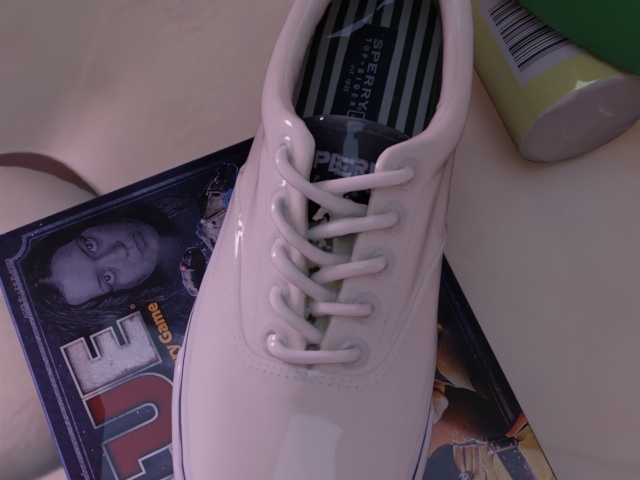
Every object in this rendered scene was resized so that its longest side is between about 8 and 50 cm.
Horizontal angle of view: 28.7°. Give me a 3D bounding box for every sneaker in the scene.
[{"bbox_3d":[0.000,0.000,0.431,0.094,0.091,0.258,6,68,2],"label":"sneaker"}]

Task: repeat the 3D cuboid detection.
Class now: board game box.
[{"bbox_3d":[-0.009,0.080,0.472,0.165,0.042,0.243,-22,70,-8],"label":"board game box"}]

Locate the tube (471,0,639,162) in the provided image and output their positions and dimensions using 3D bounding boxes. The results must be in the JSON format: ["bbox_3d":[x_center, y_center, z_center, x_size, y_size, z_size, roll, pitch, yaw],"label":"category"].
[{"bbox_3d":[0.070,-0.148,0.559,0.062,0.070,0.240,-39,62,33],"label":"tube"}]

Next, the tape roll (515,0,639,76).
[{"bbox_3d":[0.193,-0.202,0.533,0.321,0.077,0.321,4,59,-7],"label":"tape roll"}]
